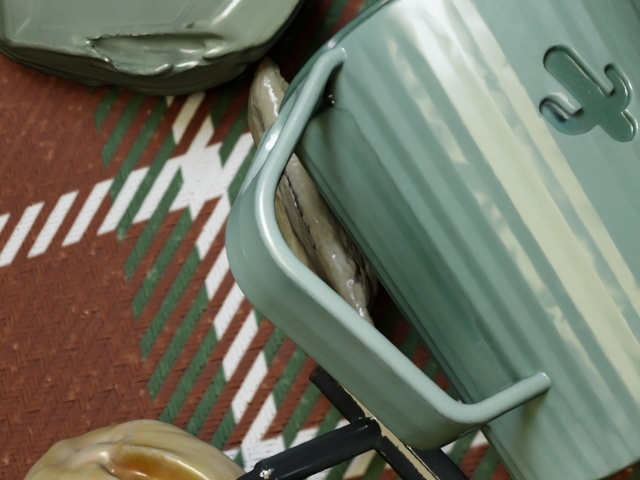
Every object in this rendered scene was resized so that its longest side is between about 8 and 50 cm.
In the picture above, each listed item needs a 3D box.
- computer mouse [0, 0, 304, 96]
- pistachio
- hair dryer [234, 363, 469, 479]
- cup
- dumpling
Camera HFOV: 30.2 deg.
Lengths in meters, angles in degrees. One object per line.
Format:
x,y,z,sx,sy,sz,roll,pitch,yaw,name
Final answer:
-0.169,-0.251,1.174,0.429,0.145,0.228,13,79,34,computer mouse
-0.146,0.293,1.048,0.230,0.230,0.309,-44,75,7,pistachio
0.013,0.200,1.030,0.173,0.195,0.050,43,138,18,hair dryer
0.143,-0.005,0.938,0.401,0.310,0.392,-28,78,-3,cup
0.004,-0.002,1.092,0.086,0.166,0.332,-10,63,-13,dumpling
